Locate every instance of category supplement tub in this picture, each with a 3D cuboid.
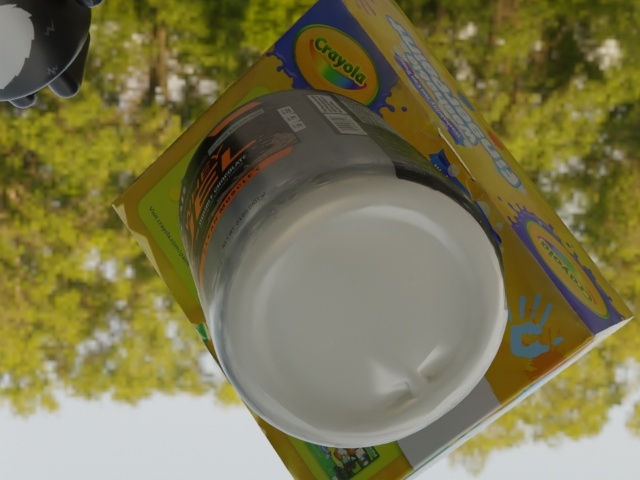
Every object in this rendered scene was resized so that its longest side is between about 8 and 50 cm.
[{"bbox_3d":[0.000,0.000,0.989,0.207,0.207,0.338,0,-163,-12],"label":"supplement tub"}]

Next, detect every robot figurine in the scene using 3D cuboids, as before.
[{"bbox_3d":[-0.350,-0.254,1.325,0.173,0.209,0.278,47,176,39],"label":"robot figurine"}]

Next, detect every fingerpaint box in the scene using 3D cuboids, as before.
[{"bbox_3d":[0.047,0.019,1.380,0.371,0.444,0.163,-42,165,24],"label":"fingerpaint box"}]
